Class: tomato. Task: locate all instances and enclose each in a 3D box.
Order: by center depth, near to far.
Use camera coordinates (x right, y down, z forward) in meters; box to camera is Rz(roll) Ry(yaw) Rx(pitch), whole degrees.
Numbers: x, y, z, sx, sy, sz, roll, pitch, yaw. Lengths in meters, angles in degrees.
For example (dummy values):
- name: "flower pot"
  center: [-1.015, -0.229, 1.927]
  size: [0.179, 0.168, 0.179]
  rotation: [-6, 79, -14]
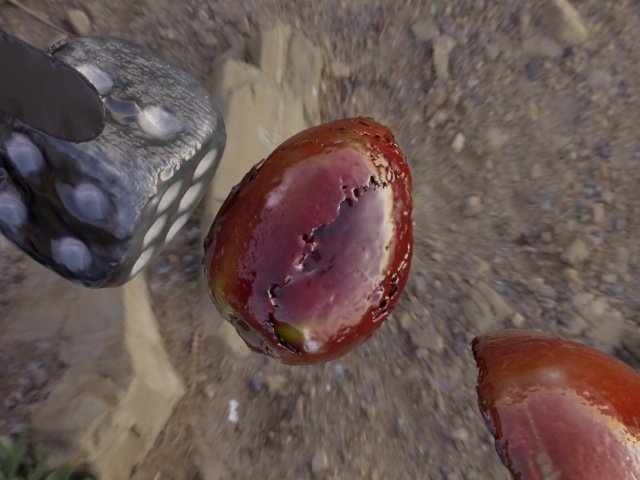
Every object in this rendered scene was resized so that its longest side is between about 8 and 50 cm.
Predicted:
- name: "tomato"
  center: [0.106, 0.096, 0.493]
  size: [0.069, 0.155, 0.155]
  rotation: [-19, 90, 4]

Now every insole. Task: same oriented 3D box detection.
- name: "insole"
  center: [-0.322, -0.173, 1.161]
  size: [0.328, 0.007, 0.111]
  rotation: [29, 133, 4]

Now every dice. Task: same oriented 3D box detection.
- name: "dice"
  center: [-0.214, -0.078, 1.357]
  size: [0.183, 0.182, 0.181]
  rotation: [33, 46, 6]

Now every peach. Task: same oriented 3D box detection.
- name: "peach"
  center: [0.004, 0.003, 0.895]
  size: [0.127, 0.092, 0.172]
  rotation: [31, 95, -35]
